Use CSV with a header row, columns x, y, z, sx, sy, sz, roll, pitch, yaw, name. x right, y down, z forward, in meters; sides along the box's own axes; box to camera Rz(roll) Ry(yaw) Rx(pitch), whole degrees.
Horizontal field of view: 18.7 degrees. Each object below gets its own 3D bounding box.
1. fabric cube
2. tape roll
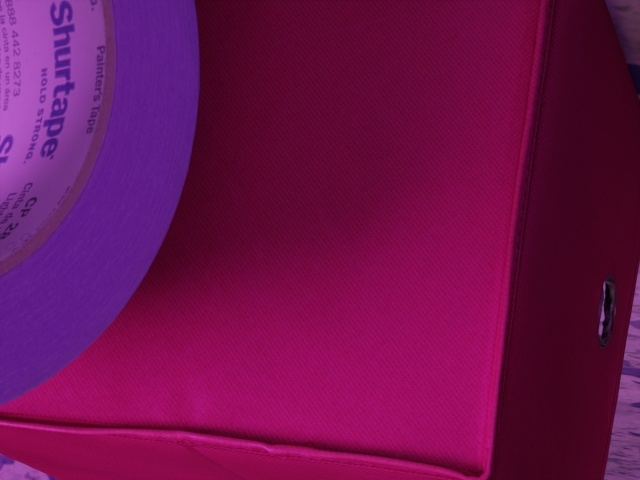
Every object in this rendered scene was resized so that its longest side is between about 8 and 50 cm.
x,y,z,sx,sy,sz,roll,pitch,yaw,name
0.000,0.000,0.900,0.259,0.254,0.258,6,164,17,fabric cube
-0.173,-0.071,0.680,0.274,0.275,0.090,22,161,-41,tape roll
